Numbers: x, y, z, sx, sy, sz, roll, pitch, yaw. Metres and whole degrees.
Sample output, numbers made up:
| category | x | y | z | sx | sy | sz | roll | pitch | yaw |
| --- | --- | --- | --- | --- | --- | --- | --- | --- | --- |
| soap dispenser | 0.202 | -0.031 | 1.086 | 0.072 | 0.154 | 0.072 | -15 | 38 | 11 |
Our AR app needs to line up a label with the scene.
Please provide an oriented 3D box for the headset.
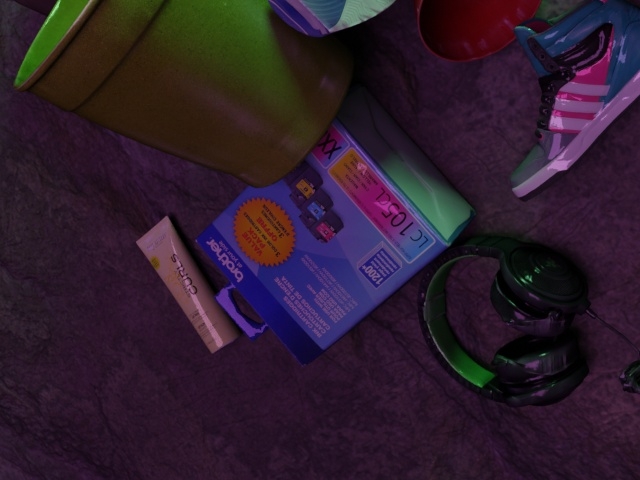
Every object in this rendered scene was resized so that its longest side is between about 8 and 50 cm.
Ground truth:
| category | x | y | z | sx | sy | sz | roll | pitch | yaw |
| --- | --- | --- | --- | --- | --- | --- | --- | --- | --- |
| headset | 0.297 | 0.134 | 1.485 | 0.394 | 0.185 | 0.243 | 10 | 114 | 36 |

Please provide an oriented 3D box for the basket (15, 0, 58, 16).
| category | x | y | z | sx | sy | sz | roll | pitch | yaw |
| --- | --- | --- | --- | --- | --- | --- | --- | --- | --- |
| basket | -0.368 | -0.412 | 1.647 | 0.227 | 0.154 | 0.204 | 18 | 106 | 25 |

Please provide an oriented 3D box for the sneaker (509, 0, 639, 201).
| category | x | y | z | sx | sy | sz | roll | pitch | yaw |
| --- | --- | --- | --- | --- | --- | --- | --- | --- | --- |
| sneaker | 0.307 | -0.204 | 1.384 | 0.178 | 0.124 | 0.295 | 41 | 114 | 2 |

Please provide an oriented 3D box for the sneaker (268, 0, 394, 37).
| category | x | y | z | sx | sy | sz | roll | pitch | yaw |
| --- | --- | --- | --- | --- | --- | --- | --- | --- | --- |
| sneaker | 0.052 | -0.370 | 1.385 | 0.127 | 0.315 | 0.182 | 48 | 159 | -12 |

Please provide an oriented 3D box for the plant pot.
| category | x | y | z | sx | sy | sz | roll | pitch | yaw |
| --- | --- | --- | --- | --- | --- | --- | --- | --- | --- |
| plant pot | -0.156 | -0.259 | 1.420 | 0.353 | 0.366 | 0.366 | 33 | 126 | -23 |

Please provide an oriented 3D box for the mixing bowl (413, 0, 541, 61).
| category | x | y | z | sx | sy | sz | roll | pitch | yaw |
| --- | --- | --- | --- | --- | --- | --- | --- | --- | --- |
| mixing bowl | 0.191 | -0.335 | 1.390 | 0.181 | 0.181 | 0.098 | -59 | 40 | 31 |

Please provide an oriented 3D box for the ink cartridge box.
| category | x | y | z | sx | sy | sz | roll | pitch | yaw |
| --- | --- | --- | --- | --- | --- | --- | --- | --- | --- |
| ink cartridge box | 0.000 | 0.000 | 1.614 | 0.270 | 0.151 | 0.395 | 49 | 124 | 3 |

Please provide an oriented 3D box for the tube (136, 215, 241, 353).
| category | x | y | z | sx | sy | sz | roll | pitch | yaw |
| --- | --- | --- | --- | --- | --- | --- | --- | --- | --- |
| tube | -0.226 | 0.080 | 1.814 | 0.070 | 0.062 | 0.240 | -32 | 87 | -8 |
